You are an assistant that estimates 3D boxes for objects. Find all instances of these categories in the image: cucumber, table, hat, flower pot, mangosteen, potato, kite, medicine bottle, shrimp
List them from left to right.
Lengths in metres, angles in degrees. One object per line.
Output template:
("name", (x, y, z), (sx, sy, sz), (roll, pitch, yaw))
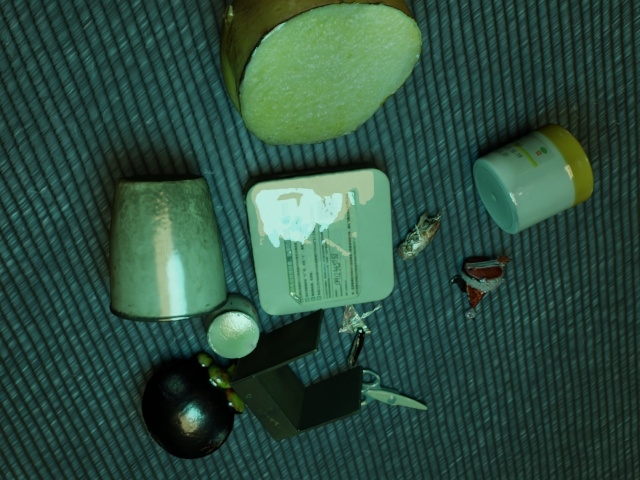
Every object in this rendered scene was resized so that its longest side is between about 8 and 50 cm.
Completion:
("flower pot", (-0.380, 0.006, 1.322), (0.293, 0.293, 0.331), (-1, 103, -10))
("mangosteen", (-0.343, 0.452, 1.497), (0.302, 0.275, 0.275), (-37, 112, -18))
("medicine bottle", (-0.246, 0.237, 1.494), (0.147, 0.143, 0.148), (-3, 108, -10))
("table", (-0.059, 0.381, 1.508), (0.281, 0.196, 0.251), (-26, 111, 19))
("potato", (-0.023, -0.464, 1.238), (0.441, 0.320, 0.385), (-14, 151, -14))
("cucumber", (0.114, 0.334, 1.651), (0.034, 0.033, 0.135), (0, 116, -52))
("kite", (0.121, 0.240, 1.634), (0.156, 0.011, 0.139), (-32, 113, 2))
("shrimp", (0.296, -0.020, 1.550), (0.073, 0.075, 0.190), (40, 104, 0))
("hat", (0.490, 0.151, 1.636), (0.140, 0.129, 0.228), (-19, 131, -27))
("medicine bottle", (0.576, -0.169, 1.460), (0.231, 0.238, 0.238), (-25, 111, 0))

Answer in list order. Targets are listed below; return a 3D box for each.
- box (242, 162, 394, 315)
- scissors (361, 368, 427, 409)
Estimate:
("box", (0.000, -0.001, 1.478), (0.395, 0.111, 0.397), (-7, 109, -7))
("scissors", (0.220, 0.505, 1.722), (0.288, 0.041, 0.138), (20, 105, -12))
